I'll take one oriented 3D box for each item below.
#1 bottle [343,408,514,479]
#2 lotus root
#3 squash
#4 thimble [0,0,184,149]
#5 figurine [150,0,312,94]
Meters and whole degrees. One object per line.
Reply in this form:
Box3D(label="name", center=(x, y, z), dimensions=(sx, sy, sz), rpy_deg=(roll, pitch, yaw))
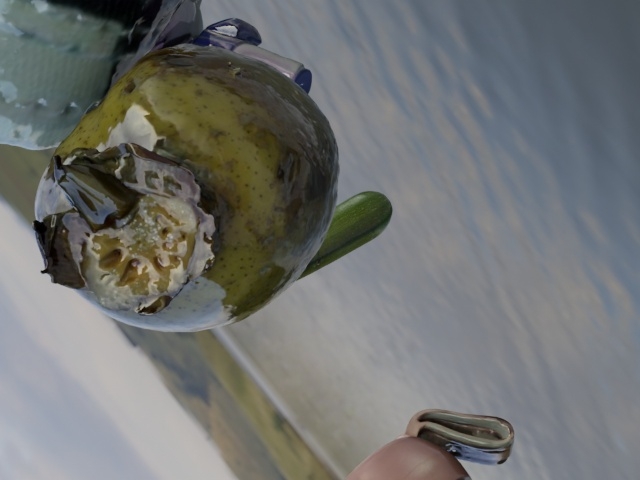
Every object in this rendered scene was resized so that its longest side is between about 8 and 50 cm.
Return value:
Box3D(label="bottle", center=(0.137, 0.262, 0.966), dimensions=(0.297, 0.206, 0.173), rpy_deg=(37, 156, 24))
Box3D(label="lotus root", center=(-0.068, -0.022, 0.698), dimensions=(0.154, 0.154, 0.278), rpy_deg=(52, -169, -5))
Box3D(label="squash", center=(0.000, 0.000, 1.755), dimensions=(0.066, 0.229, 0.066), rpy_deg=(40, 145, 36))
Box3D(label="thimble", center=(-0.195, -0.174, 0.785), dimensions=(0.237, 0.150, 0.237), rpy_deg=(33, -157, -16))
Box3D(label="figurine", center=(-0.152, -0.190, 1.457), dimensions=(0.274, 0.194, 0.133), rpy_deg=(49, -172, 16))
